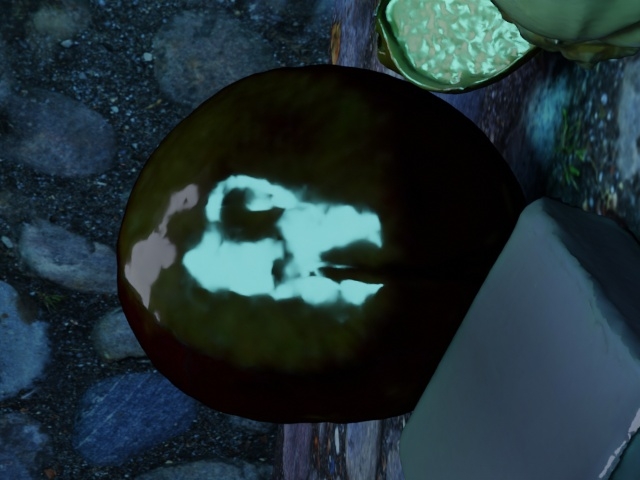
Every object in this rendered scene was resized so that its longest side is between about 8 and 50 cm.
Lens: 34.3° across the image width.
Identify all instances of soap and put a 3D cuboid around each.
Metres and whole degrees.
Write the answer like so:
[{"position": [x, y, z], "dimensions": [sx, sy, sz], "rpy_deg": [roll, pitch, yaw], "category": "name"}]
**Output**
[{"position": [0.179, 0.153, 0.822], "dimensions": [0.285, 0.107, 0.296], "rpy_deg": [-104, 35, -58], "category": "soap"}]

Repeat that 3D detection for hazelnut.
[{"position": [0.000, 0.000, 1.100], "dimensions": [0.402, 0.430, 0.402], "rpy_deg": [53, -152, -43], "category": "hazelnut"}]

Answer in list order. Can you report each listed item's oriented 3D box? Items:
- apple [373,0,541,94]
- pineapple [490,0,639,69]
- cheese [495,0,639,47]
[{"position": [0.173, -0.298, 0.976], "dimensions": [0.346, 0.179, 0.254], "rpy_deg": [-65, 31, 22], "category": "apple"}, {"position": [0.241, -0.285, 0.678], "dimensions": [0.361, 0.175, 0.175], "rpy_deg": [122, 153, -43], "category": "pineapple"}, {"position": [0.160, -0.230, 0.520], "dimensions": [0.233, 0.127, 0.265], "rpy_deg": [-60, -17, -66], "category": "cheese"}]
